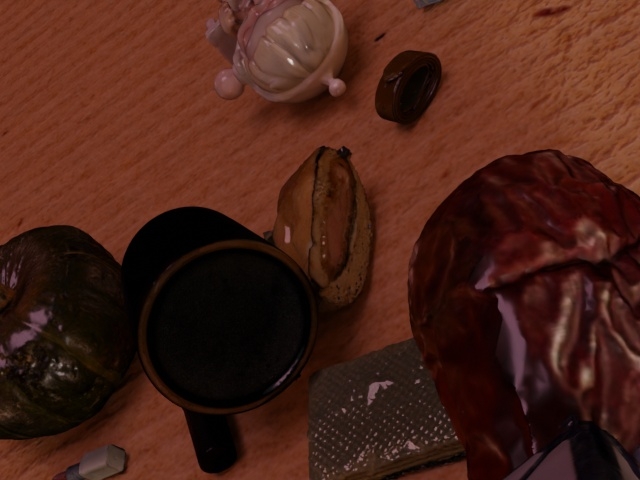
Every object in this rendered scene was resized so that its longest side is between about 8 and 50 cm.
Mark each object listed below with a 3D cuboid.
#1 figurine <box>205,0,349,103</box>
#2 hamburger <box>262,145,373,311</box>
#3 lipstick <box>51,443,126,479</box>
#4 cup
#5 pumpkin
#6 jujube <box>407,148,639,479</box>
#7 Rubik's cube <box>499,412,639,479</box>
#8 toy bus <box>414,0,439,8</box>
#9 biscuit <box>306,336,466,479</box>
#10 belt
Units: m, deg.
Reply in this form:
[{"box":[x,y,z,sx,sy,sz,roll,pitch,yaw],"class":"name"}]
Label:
[{"box":[-0.052,-0.237,1.335,0.182,0.144,0.257,-25,39,-4],"class":"figurine"},{"box":[-0.004,-0.002,1.143,0.102,0.087,0.176,-30,52,47],"class":"hamburger"},{"box":[-0.253,0.246,1.211,0.107,0.025,0.025,-26,45,33],"class":"lipstick"},{"box":[-0.123,0.088,1.079,0.239,0.166,0.177,-66,25,7],"class":"cup"},{"box":[-0.327,0.096,1.268,0.260,0.189,0.260,-22,48,27],"class":"pumpkin"},{"box":[0.175,0.106,0.806,0.216,0.216,0.342,-28,53,23],"class":"jujube"},{"box":[0.117,0.314,0.543,0.307,0.305,0.310,-40,-2,12],"class":"Rubik's cube"},{"box":[0.133,-0.357,1.308,0.075,0.064,0.190,-11,52,21],"class":"toy bus"},{"box":[0.077,0.142,0.984,0.199,0.040,0.121,-23,45,26],"class":"biscuit"},{"box":[0.090,-0.164,1.194,0.036,0.059,0.083,20,75,48],"class":"belt"}]
